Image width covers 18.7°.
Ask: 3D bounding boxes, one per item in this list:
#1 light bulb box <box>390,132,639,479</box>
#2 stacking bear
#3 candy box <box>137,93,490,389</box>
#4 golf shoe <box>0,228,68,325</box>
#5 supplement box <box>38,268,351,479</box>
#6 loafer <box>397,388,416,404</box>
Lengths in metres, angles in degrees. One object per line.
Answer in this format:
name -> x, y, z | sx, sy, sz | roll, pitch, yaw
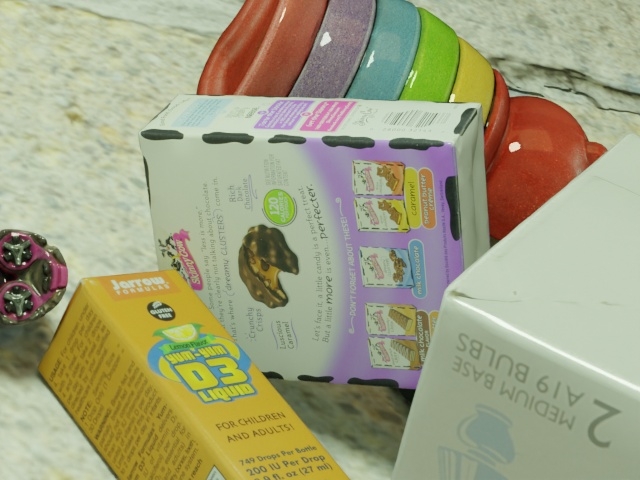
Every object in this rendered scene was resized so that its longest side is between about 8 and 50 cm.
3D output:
light bulb box -> 0.205, 0.203, 0.845 | 0.358, 0.361, 0.225 | 25, 30, 21
stacking bear -> 0.072, -0.091, 1.447 | 0.289, 0.175, 0.164 | 25, 29, -16
candy box -> 0.000, 0.000, 1.176 | 0.196, 0.164, 0.070 | 3, 27, 18
golf shoe -> -0.243, 0.025, 1.145 | 0.186, 0.067, 0.086 | 6, -7, -11
supplement box -> -0.064, 0.117, 1.107 | 0.078, 0.080, 0.233 | -7, 42, -44
loafer -> 0.124, 0.113, 1.235 | 0.084, 0.096, 0.267 | 9, 33, -35
